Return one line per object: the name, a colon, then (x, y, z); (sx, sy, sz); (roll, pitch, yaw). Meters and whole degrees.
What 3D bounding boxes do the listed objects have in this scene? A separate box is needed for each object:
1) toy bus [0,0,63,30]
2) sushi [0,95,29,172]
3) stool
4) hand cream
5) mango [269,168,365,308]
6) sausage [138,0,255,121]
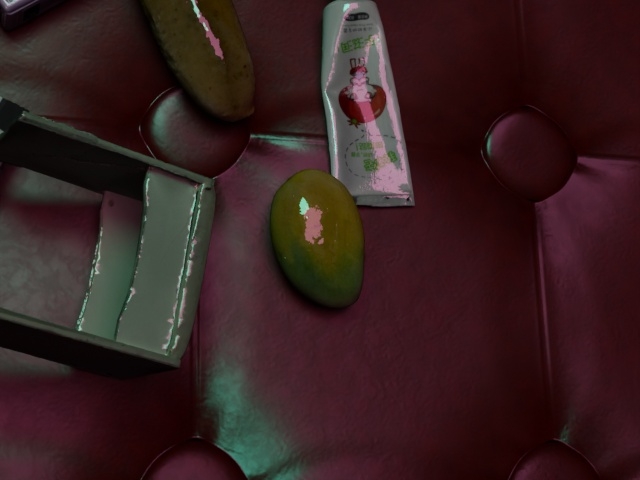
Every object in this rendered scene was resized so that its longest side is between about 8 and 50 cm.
toy bus: (-0.369, -0.375, 1.667); (0.199, 0.096, 0.108); (-34, 89, -19)
sushi: (-0.502, -0.128, 1.577); (0.215, 0.050, 0.192); (28, 92, -1)
stool: (-0.293, 0.017, 1.492); (0.270, 0.170, 0.243); (20, 68, -30)
hand cream: (0.058, -0.210, 1.757); (0.121, 0.076, 0.336); (-5, 82, -14)
mango: (0.000, 0.000, 1.662); (0.130, 0.092, 0.194); (-23, 90, -21)
sausage: (-0.208, -0.395, 1.703); (0.136, 0.123, 0.501); (-5, 73, -50)
